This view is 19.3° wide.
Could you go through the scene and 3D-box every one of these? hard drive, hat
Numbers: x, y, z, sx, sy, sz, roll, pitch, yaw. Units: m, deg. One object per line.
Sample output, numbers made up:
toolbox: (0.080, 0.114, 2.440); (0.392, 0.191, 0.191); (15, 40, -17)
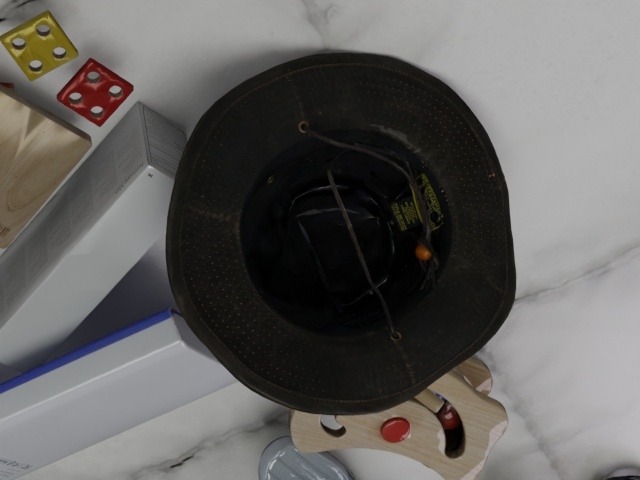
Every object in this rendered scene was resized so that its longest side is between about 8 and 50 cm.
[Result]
hard drive: (-0.241, 0.157, 1.701); (0.319, 0.040, 0.210); (-24, 163, 8)
hat: (0.000, 0.000, 1.614); (0.331, 0.331, 0.134); (18, 162, -22)

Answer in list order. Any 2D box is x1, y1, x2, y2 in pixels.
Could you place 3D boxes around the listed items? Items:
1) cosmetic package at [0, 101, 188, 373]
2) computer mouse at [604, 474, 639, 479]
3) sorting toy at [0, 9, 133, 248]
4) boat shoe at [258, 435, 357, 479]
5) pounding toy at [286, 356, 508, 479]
cosmetic package: (-0.203, 0.002, 1.626); (0.060, 0.099, 0.239); (32, 116, -28)
computer mouse: (0.326, 0.369, 2.023); (0.188, 0.072, 0.272); (17, 109, -20)
sorting toy: (-0.278, -0.084, 1.580); (0.132, 0.046, 0.274); (30, 116, -28)
boat shoe: (0.000, 0.258, 1.867); (0.083, 0.076, 0.226); (-38, 127, -1)
pounding toy: (0.056, 0.163, 1.758); (0.269, 0.155, 0.154); (35, 110, -28)
